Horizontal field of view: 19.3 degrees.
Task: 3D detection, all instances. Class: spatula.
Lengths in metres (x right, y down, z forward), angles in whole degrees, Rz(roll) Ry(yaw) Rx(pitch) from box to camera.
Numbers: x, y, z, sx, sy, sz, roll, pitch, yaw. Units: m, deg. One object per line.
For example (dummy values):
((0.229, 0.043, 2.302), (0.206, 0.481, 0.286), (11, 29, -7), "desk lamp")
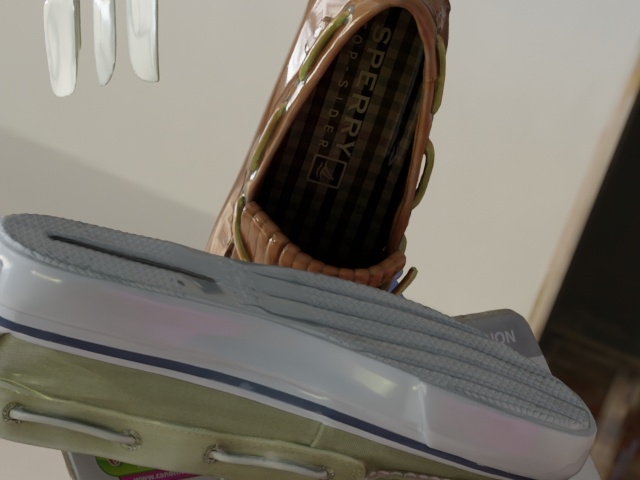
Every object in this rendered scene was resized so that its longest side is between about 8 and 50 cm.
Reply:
((-0.177, -0.239, 1.485), (0.019, 0.242, 0.168), (-3, -179, -33), "spatula")

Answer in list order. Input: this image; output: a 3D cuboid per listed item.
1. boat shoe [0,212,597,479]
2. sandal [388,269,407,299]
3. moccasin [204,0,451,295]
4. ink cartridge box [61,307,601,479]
((-0.022, 0.069, 0.868), (0.302, 0.094, 0.109), (17, -162, -13), "boat shoe")
((0.010, 0.007, 1.562), (0.138, 0.126, 0.317), (29, -136, -29), "sandal")
((0.003, 0.001, 1.265), (0.139, 0.380, 0.147), (21, -160, -8), "moccasin")
((0.010, 0.194, 0.964), (0.309, 0.130, 0.272), (-5, -117, -33), "ink cartridge box")
